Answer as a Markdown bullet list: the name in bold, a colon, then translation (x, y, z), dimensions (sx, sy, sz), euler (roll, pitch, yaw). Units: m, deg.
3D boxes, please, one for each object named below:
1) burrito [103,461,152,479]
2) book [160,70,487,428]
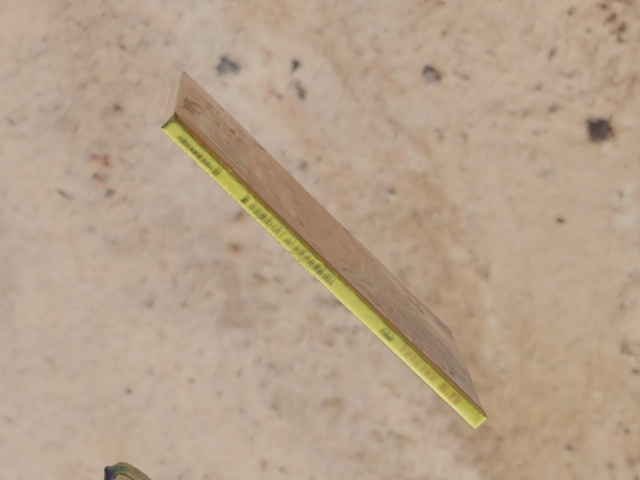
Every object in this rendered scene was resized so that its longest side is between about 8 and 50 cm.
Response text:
- **burrito**: translation (-0.070, 0.260, 0.850), dimensions (0.066, 0.096, 0.309), euler (-2, 105, 29)
- **book**: translation (0.000, 0.000, 1.553), dimensions (0.028, 0.262, 0.374), euler (-44, 101, 6)
